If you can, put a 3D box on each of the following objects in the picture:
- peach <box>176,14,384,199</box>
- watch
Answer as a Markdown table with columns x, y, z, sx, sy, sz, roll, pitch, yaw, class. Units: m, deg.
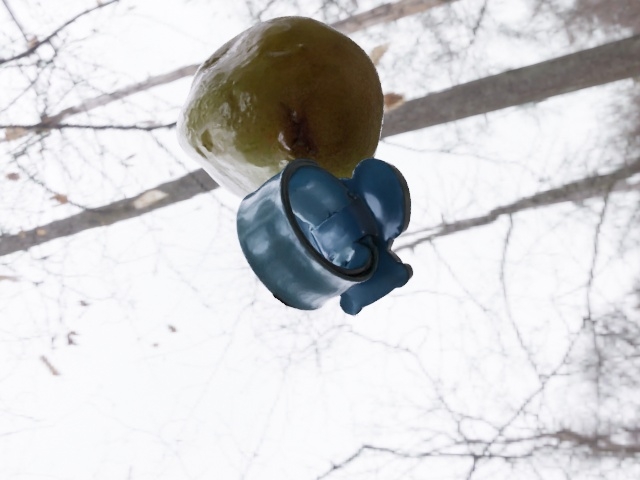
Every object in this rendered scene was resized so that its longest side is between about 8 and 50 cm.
| x | y | z | sx | sy | sz | roll | pitch | yaw | class |
| --- | --- | --- | --- | --- | --- | --- | --- | --- | --- |
| -0.048 | -0.186 | 1.486 | 0.314 | 0.315 | 0.282 | -44 | -69 | -23 | peach |
| 0.000 | 0.000 | 1.203 | 0.193 | 0.210 | 0.211 | -8 | -90 | -54 | watch |
